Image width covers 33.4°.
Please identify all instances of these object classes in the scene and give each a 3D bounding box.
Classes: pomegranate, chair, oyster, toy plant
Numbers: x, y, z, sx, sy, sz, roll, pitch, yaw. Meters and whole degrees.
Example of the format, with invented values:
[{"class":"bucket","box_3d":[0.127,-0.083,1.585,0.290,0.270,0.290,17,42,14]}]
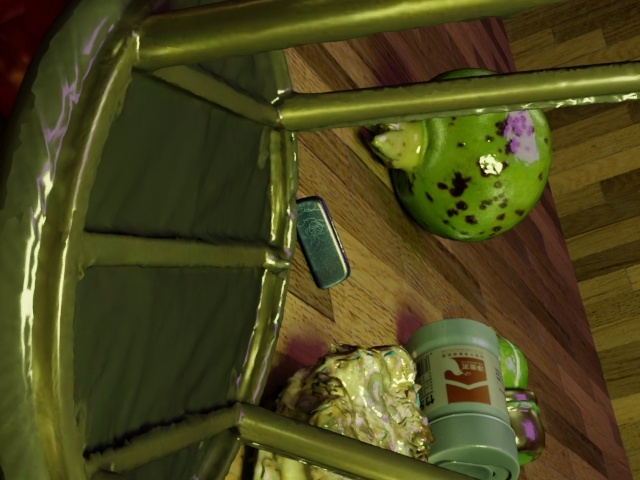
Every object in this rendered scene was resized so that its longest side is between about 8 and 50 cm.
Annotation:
[{"class":"pomegranate","box_3d":[0.154,-0.104,1.266,0.263,0.211,0.211,5,58,-24]},{"class":"chair","box_3d":[0.100,0.031,0.492,0.364,0.410,0.362,-2,99,-75]},{"class":"oyster","box_3d":[0.027,0.189,0.752,0.198,0.092,0.260,52,29,-35]},{"class":"toy plant","box_3d":[0.201,0.178,1.232,0.093,0.093,0.162,41,34,-56]}]

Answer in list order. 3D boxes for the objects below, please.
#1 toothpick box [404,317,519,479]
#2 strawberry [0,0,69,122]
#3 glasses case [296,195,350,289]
[{"class":"toothpick box","box_3d":[0.136,0.166,1.052,0.101,0.101,0.153,54,24,-41]},{"class":"strawberry","box_3d":[-0.133,-0.218,0.520,0.265,0.149,0.336,-93,169,-63]},{"class":"glasses case","box_3d":[0.000,0.000,0.937,0.023,0.033,0.083,-68,137,-78]}]
